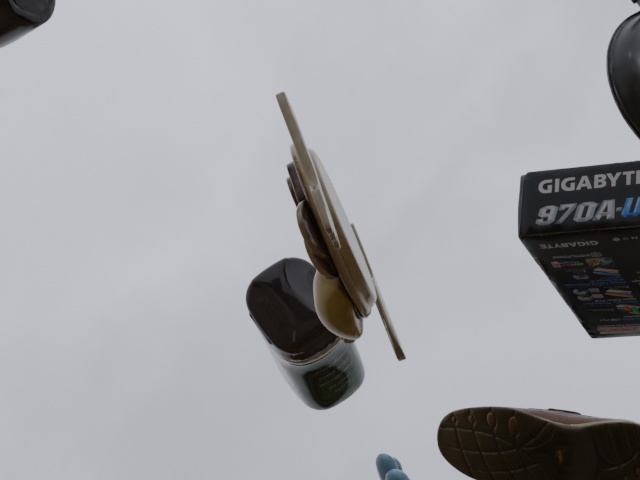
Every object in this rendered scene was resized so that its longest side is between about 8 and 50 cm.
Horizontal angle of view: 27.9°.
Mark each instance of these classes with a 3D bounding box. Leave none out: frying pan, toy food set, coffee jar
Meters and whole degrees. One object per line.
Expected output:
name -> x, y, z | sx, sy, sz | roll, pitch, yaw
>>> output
frying pan -> 0.366, -0.210, 1.288 | 0.197, 0.326, 0.053 | 5, -26, -21
toy food set -> 0.000, 0.000, 0.835 | 0.038, 0.132, 0.192 | -23, -33, 5
coffee jar -> -0.013, 0.090, 1.239 | 0.079, 0.096, 0.184 | -35, -25, -7

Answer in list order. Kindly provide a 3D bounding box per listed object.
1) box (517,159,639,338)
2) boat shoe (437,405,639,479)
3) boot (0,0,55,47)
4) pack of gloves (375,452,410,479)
box -> 0.259, 0.005, 0.840 | 0.220, 0.051, 0.175 | -6, -28, 27
boat shoe -> 0.182, 0.165, 1.022 | 0.177, 0.060, 0.064 | 2, -93, 21
boot -> -0.319, -0.233, 0.986 | 0.280, 0.264, 0.096 | -14, -15, 31
pack of gloves -> 0.120, 0.214, 0.694 | 0.046, 0.195, 0.232 | -37, -63, 1
